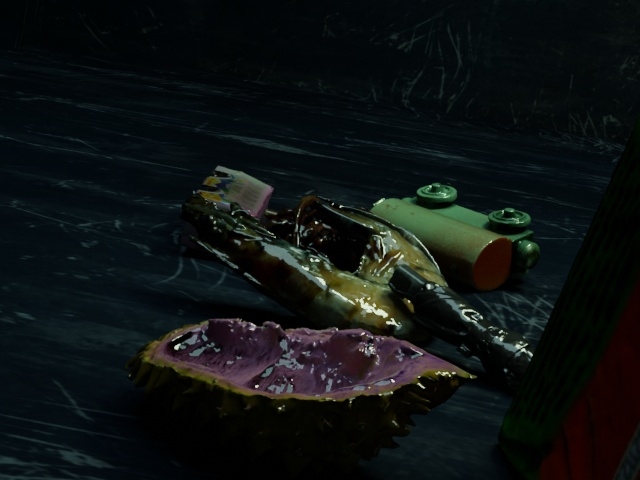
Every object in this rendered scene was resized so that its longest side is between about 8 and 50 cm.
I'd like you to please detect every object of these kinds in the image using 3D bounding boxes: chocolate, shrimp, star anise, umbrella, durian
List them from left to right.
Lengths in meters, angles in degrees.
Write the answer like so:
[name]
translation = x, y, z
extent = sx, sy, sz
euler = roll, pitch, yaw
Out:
[durian]
translation = -0.046, 0.151, 1.106
extent = 0.341, 0.112, 0.191
euler = 6, 21, 27
[star anise]
translation = 0.000, 0.000, 1.675
extent = 0.190, 0.126, 0.220
euler = 0, 13, -29
[shrimp]
translation = 0.001, 0.016, 1.540
extent = 0.365, 0.071, 0.233
euler = 28, 40, 12
[umbrella]
translation = 0.172, 0.102, 1.423
extent = 0.235, 0.059, 0.066
euler = 37, 23, 34
[chocolate]
translation = 0.310, 0.101, 1.030
extent = 0.161, 0.360, 0.341
euler = 19, 13, -7

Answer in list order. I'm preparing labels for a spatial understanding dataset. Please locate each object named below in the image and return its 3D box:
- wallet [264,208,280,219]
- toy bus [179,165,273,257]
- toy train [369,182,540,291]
[wallet]
translation = 0.006, -0.012, 1.842
extent = 0.176, 0.026, 0.095
euler = 14, -10, 12
[toy bus]
translation = -0.144, -0.045, 1.843
extent = 0.112, 0.090, 0.274
euler = 15, 14, 0
[toy train]
translation = 0.197, -0.002, 1.854
extent = 0.177, 0.116, 0.285
euler = -19, 29, -37
